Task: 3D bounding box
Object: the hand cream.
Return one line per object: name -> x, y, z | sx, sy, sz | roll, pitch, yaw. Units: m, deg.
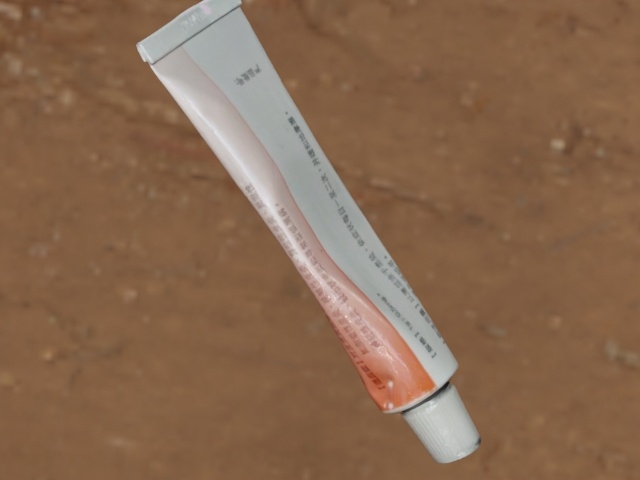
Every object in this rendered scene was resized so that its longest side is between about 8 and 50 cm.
hand cream -> 0.001, 0.000, 0.785 | 0.038, 0.216, 0.052 | -30, 8, 18
